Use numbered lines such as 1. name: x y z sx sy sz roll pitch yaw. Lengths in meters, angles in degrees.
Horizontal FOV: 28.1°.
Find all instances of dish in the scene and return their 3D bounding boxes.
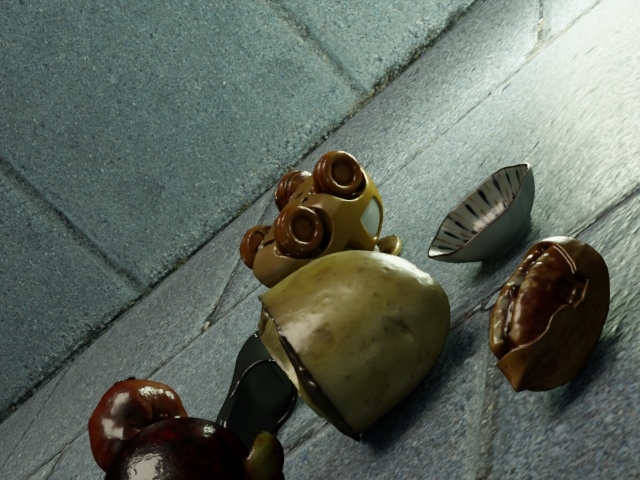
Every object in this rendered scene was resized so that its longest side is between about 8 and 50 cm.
1. dish: 0.239 -0.022 1.781 0.190 0.066 0.191 -43 13 12

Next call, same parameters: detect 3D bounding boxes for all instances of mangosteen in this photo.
1. mangosteen: -0.140 0.328 1.581 0.265 0.228 0.228 -3 16 2

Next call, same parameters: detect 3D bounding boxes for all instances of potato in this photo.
1. potato: 0.051 0.112 1.633 0.242 0.242 0.285 -45 6 -1

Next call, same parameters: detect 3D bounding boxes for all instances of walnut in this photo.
1. walnut: 0.234 0.078 1.311 0.116 0.116 0.207 -31 22 51

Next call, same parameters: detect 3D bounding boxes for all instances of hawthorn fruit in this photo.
1. hawthorn fruit: -0.315 0.331 2.207 0.185 0.185 0.202 -50 9 -24

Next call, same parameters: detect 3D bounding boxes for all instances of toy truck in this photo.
1. toy truck: 0.000 0.000 2.189 0.288 0.211 0.204 -55 15 -28

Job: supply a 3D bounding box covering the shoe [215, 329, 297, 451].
1. shoe: -0.078 0.227 1.928 0.093 0.108 0.241 -34 22 38
